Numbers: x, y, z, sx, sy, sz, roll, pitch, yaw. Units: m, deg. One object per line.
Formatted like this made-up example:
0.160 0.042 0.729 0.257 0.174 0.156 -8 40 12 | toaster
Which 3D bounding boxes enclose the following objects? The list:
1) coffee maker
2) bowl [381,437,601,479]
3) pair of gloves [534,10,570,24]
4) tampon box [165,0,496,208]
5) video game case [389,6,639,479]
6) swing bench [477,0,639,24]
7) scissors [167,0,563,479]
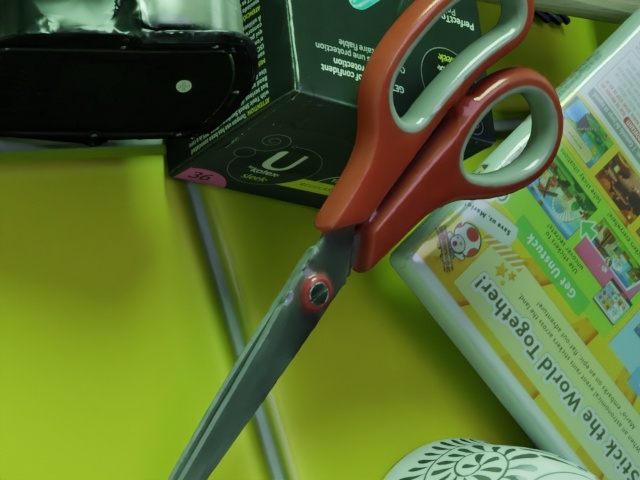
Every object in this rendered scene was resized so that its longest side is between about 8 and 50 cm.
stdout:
-0.115 -0.143 0.809 0.171 0.120 0.178 10 62 -37 | coffee maker
0.105 0.160 0.875 0.170 0.080 0.170 20 56 -33 | bowl
0.125 -0.166 1.109 0.074 0.010 0.083 41 48 -18 | pair of gloves
-0.003 -0.108 0.901 0.120 0.101 0.161 12 62 -37 | tampon box
0.172 0.025 0.969 0.206 0.026 0.227 -44 107 -18 | video game case
0.167 -0.233 1.049 0.254 0.165 0.253 19 46 -38 | swing bench
0.000 0.000 0.814 0.297 0.021 0.109 -43 125 -20 | scissors
